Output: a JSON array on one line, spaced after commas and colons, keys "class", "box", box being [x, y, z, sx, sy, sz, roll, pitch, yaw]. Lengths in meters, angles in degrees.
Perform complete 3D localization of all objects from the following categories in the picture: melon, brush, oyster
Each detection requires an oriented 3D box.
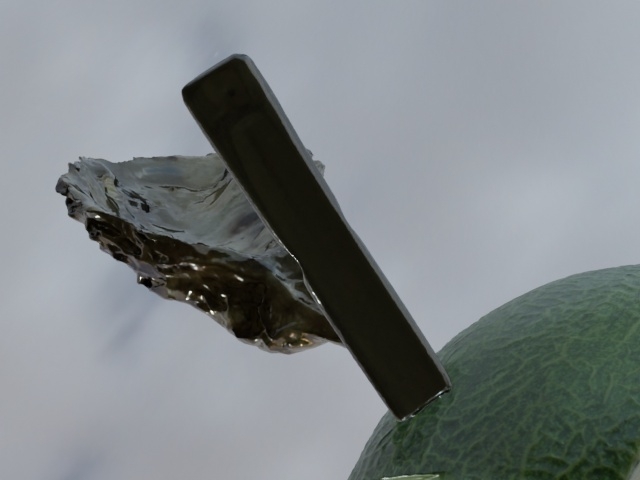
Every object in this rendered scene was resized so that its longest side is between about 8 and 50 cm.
[{"class": "melon", "box": [0.179, 0.089, 1.028, 0.196, 0.323, 0.124, 3, -55, 43]}, {"class": "brush", "box": [0.000, 0.000, 0.674, 0.034, 0.027, 0.190, -35, -64, -3]}, {"class": "oyster", "box": [-0.098, -0.009, 1.172, 0.204, 0.396, 0.110, -1, -70, -15]}]
